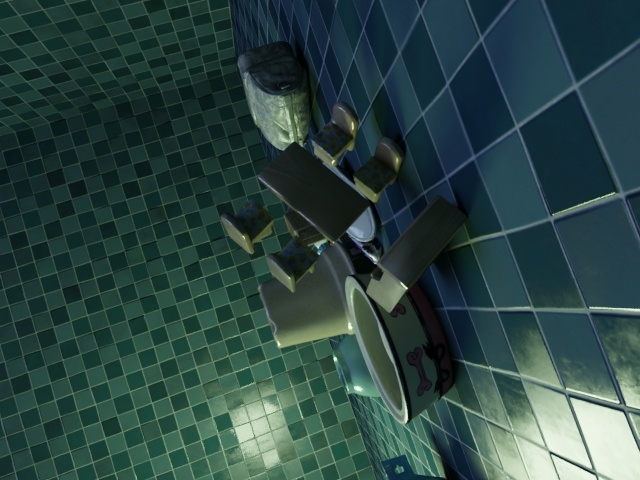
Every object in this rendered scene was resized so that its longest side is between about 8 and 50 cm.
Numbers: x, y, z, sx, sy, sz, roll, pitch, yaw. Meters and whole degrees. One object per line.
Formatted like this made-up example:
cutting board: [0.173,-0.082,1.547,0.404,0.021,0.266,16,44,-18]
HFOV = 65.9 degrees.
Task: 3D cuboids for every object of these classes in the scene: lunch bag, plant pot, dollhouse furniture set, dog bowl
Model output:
lunch bag: [-0.141,-0.489,1.727,0.305,0.212,0.256,84,165,-59]
plant pot: [0.160,0.468,1.884,0.293,0.196,0.293,162,90,-82]
plant pot: [-0.035,0.207,1.660,0.334,0.305,0.334,162,90,-80]
dollhouse furniture set: [0.052,-0.062,0.992,0.394,0.362,0.256,41,165,12]
dog bowl: [0.206,0.263,1.319,0.408,0.150,0.409,162,90,-81]

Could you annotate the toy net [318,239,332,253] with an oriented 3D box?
toy net: [0.067,0.069,2.127,0.122,0.045,0.232,-57,46,22]

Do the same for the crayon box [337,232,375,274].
crayon box: [0.125,0.108,1.732,0.202,0.081,0.319,-119,14,-48]

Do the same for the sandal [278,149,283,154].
sandal: [-0.182,-0.363,2.614,0.168,0.106,0.446,87,162,-62]

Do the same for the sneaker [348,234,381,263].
sneaker: [0.136,0.012,1.520,0.170,0.068,0.071,-118,7,-47]

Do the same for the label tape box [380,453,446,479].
label tape box: [0.332,0.810,1.498,0.240,0.105,0.334,31,-148,-58]

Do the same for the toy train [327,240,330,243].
toy train: [0.040,0.007,2.285,0.024,0.017,0.083,-103,-2,-69]

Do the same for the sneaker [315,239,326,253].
sneaker: [0.000,0.000,2.381,0.054,0.061,0.152,-131,25,-73]

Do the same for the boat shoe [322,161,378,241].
boat shoe: [0.098,-0.119,1.495,0.099,0.116,0.320,14,-145,-47]

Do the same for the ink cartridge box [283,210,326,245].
ink cartridge box: [-0.027,-0.070,1.947,0.235,0.193,0.088,-127,18,-67]
